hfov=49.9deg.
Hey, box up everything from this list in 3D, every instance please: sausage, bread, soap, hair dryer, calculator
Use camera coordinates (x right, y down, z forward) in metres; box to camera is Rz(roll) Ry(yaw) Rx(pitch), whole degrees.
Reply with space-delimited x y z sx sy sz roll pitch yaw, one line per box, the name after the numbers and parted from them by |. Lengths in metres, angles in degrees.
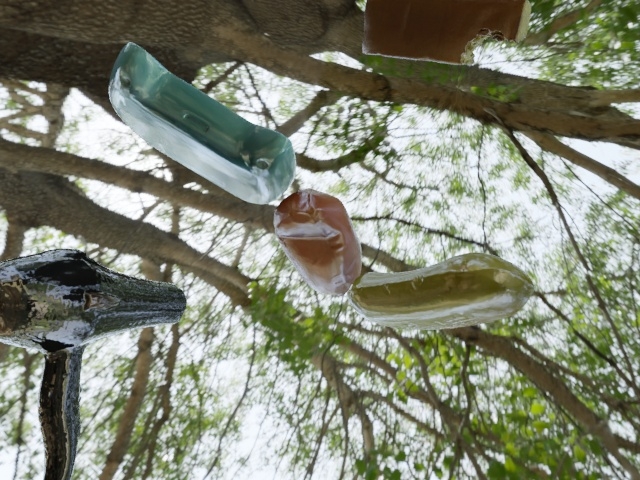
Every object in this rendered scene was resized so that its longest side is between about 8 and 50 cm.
0.000 0.000 0.801 0.089 0.089 0.179 -8 -35 13 | sausage
0.157 -0.272 0.881 0.226 0.049 0.088 20 -70 37 | bread
0.085 0.041 0.508 0.140 0.089 0.045 -15 -110 45 | soap
-0.278 0.192 0.805 0.120 0.304 0.359 -2 -99 24 | hair dryer
-0.157 -0.127 0.900 0.256 0.386 0.054 31 -96 -7 | calculator
